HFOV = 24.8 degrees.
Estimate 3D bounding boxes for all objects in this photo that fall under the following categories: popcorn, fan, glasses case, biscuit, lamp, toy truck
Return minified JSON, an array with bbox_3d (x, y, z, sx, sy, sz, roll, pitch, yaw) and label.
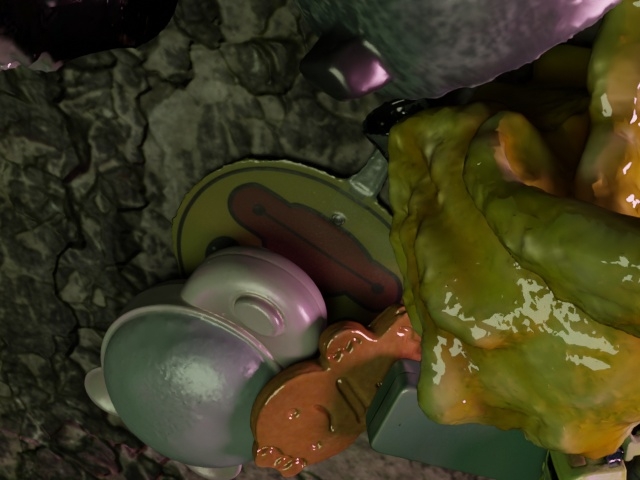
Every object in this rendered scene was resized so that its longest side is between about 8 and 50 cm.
[{"bbox_3d":[0.174,-0.005,0.946,0.290,0.325,0.321,-23,105,14],"label":"popcorn"},{"bbox_3d":[0.000,0.001,1.194,0.230,0.011,0.335,32,125,-3],"label":"fan"},{"bbox_3d":[0.134,0.153,1.187,0.184,0.039,0.077,15,125,-15],"label":"glasses case"},{"bbox_3d":[0.023,0.122,1.192,0.184,0.027,0.133,-22,131,-9],"label":"biscuit"},{"bbox_3d":[-0.091,0.108,1.223,0.179,0.108,0.246,33,126,-10],"label":"lamp"},{"bbox_3d":[0.261,0.177,1.145,0.169,0.077,0.100,-5,128,-3],"label":"toy truck"}]

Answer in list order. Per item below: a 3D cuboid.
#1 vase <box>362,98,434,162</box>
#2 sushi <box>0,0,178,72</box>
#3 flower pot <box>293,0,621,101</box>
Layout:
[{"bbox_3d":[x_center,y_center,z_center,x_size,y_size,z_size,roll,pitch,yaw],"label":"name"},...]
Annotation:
[{"bbox_3d":[0.089,-0.029,1.107,0.059,0.059,0.167,-13,120,25],"label":"vase"},{"bbox_3d":[-0.233,-0.284,0.919,0.329,0.328,0.285,22,111,6],"label":"sushi"},{"bbox_3d":[0.036,-0.258,0.871,0.299,0.299,0.282,-19,121,28],"label":"flower pot"}]
